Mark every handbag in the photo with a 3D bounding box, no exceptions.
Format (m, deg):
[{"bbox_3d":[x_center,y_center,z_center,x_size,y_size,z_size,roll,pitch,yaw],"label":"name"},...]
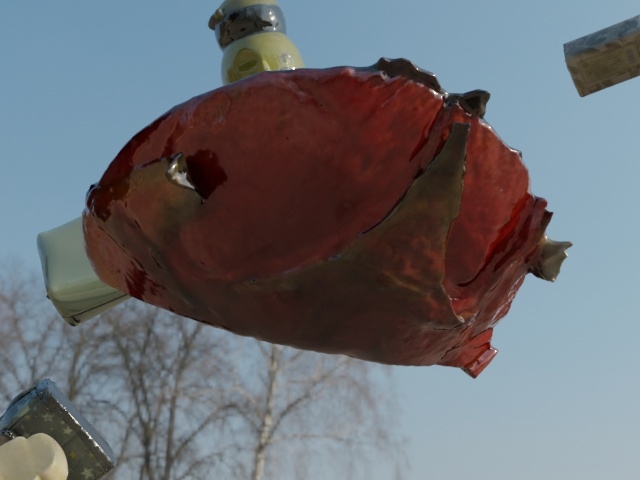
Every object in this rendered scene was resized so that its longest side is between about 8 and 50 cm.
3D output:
[{"bbox_3d":[-0.307,-0.006,1.559,0.315,0.241,0.109,-29,-46,0],"label":"handbag"}]

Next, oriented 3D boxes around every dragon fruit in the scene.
[{"bbox_3d":[0.000,0.000,0.659,0.344,0.100,0.282,14,-49,-6],"label":"dragon fruit"}]

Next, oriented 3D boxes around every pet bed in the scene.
[{"bbox_3d":[-0.501,0.380,1.739,0.211,0.159,0.183,51,-11,-12],"label":"pet bed"}]

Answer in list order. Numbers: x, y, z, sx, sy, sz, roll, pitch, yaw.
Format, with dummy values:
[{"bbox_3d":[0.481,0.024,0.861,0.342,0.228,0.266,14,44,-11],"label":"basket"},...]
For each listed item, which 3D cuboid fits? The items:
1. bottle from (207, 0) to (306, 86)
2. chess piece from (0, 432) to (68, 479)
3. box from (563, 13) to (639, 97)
[{"bbox_3d":[-0.105,-0.315,1.834,0.172,0.351,0.171,-15,-9,-2],"label":"bottle"},{"bbox_3d":[-0.467,0.324,1.031,0.397,0.117,0.117,-26,-21,-10],"label":"chess piece"},{"bbox_3d":[0.331,-0.210,1.080,0.098,0.045,0.062,-16,-56,24],"label":"box"}]
